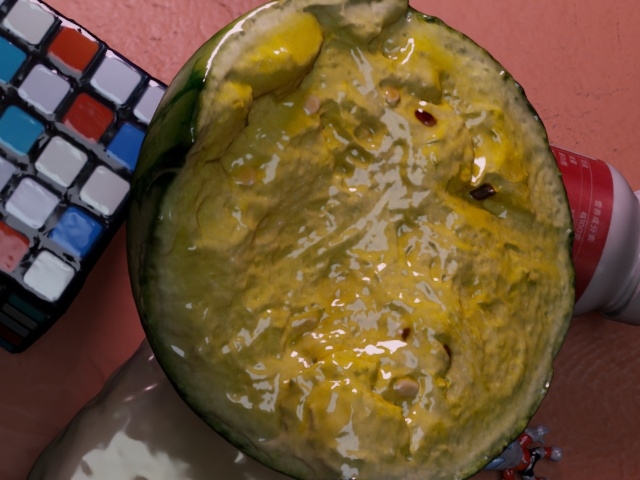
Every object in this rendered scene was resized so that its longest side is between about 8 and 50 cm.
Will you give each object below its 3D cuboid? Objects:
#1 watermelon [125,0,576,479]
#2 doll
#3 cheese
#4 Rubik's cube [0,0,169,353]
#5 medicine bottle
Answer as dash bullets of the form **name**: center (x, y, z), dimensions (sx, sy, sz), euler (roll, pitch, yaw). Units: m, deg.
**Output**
- **watermelon**: center (0.000, 0.000, 1.100), dimensions (0.331, 0.189, 0.330), euler (8, 79, -43)
- **doll**: center (0.136, 0.162, 1.293), dimensions (0.114, 0.039, 0.057), euler (26, 115, -18)
- **cheese**: center (-0.050, 0.211, 1.191), dimensions (0.318, 0.115, 0.326), euler (-3, 81, -17)
- **Rubik's cube**: center (-0.221, -0.051, 1.156), dimensions (0.184, 0.187, 0.182), euler (36, 71, -9)
- **medicine bottle**: center (0.147, -0.018, 1.284), dimensions (0.250, 0.131, 0.131), euler (16, 75, -13)
